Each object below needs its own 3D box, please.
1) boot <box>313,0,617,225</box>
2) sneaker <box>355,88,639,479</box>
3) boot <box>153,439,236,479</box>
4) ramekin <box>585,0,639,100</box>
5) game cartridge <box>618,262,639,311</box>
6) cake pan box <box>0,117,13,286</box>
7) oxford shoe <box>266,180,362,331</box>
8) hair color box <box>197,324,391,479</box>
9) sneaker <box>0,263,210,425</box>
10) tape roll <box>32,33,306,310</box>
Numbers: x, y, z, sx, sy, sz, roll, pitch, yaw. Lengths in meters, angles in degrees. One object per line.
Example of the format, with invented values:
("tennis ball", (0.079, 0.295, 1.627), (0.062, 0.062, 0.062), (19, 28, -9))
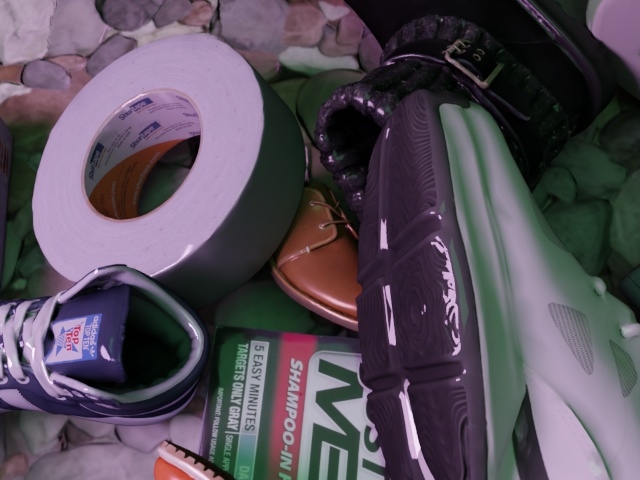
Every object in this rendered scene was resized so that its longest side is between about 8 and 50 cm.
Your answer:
("boot", (0.066, -0.159, 0.629), (0.348, 0.131, 0.260), (42, 59, 12))
("sneaker", (0.179, 0.117, 0.447), (0.257, 0.169, 0.448), (-8, 77, -14))
("boot", (-0.058, 0.194, 0.445), (0.158, 0.059, 0.084), (43, 79, 12))
("ramekin", (0.372, -0.209, 0.608), (0.303, 0.303, 0.148), (22, 78, 6))
("game cartridge", (0.367, 0.045, 0.574), (0.297, 0.062, 0.198), (-26, 74, -41))
("cake pan box", (-0.393, 0.018, 0.614), (0.245, 0.070, 0.267), (-5, 69, -2))
("oxford shoe", (0.000, 0.000, 0.585), (0.076, 0.076, 0.212), (-4, 35, -46))
("hair color box", (0.100, 0.180, 0.544), (0.374, 0.114, 0.186), (6, 69, 0))
("sneaker", (-0.211, 0.075, 0.499), (0.282, 0.153, 0.099), (5, 69, -20))
("tape roll", (-0.124, -0.054, 0.599), (0.219, 0.072, 0.219), (-11, 63, 22))
